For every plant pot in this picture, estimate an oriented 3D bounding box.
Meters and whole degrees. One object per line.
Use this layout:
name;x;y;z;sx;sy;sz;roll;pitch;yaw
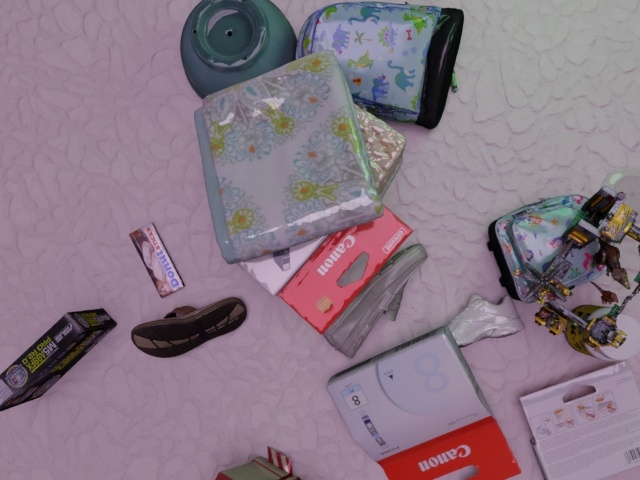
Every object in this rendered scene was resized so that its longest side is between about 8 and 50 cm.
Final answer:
plant pot;-0.201;-0.464;1.639;0.292;0.196;0.293;0;88;2

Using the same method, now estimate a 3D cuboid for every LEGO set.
LEGO set;0.570;0.052;1.388;0.255;0.192;0.331;44;88;12

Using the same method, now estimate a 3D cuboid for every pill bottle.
pill bottle;0.635;0.207;1.565;0.119;0.208;0.119;0;87;2

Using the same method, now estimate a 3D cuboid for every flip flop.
flip flop;-0.315;0.196;1.671;0.276;0.080;0.112;-21;125;-11

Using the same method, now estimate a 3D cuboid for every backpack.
backpack;0.121;-0.426;1.613;0.355;0.273;0.290;18;107;16
backpack;0.538;0.010;1.597;0.253;0.191;0.225;-18;86;-4

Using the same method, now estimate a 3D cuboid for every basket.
basket;-0.013;-0.155;1.584;0.331;0.266;0.328;32;88;2

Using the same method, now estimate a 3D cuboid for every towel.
towel;-0.074;-0.167;1.359;0.320;0.090;0.375;-19;68;13

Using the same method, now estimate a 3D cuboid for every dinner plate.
dinner plate;0.745;-0.109;1.672;0.141;0.017;0.141;0;88;1

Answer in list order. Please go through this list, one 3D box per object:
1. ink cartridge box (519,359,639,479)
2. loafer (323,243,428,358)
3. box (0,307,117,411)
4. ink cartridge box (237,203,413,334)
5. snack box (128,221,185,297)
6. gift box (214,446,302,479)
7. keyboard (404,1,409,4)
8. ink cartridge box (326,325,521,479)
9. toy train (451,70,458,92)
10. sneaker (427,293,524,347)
ink cartridge box;0.626;0.433;1.630;0.275;0.060;0.239;-20;86;2
loafer;0.144;0.142;1.645;0.111;0.112;0.319;44;97;-1
box;-0.621;0.272;1.613;0.270;0.216;0.060;-43;85;-1
ink cartridge box;0.000;0.000;1.411;0.261;0.066;0.296;41;89;4
snack box;-0.402;0.048;1.710;0.064;0.022;0.178;-28;86;0
gift box;-0.139;0.631;1.562;0.276;0.258;0.255;30;91;23
keyboard;0.237;-0.510;1.711;0.192;0.038;0.100;32;112;2
ink cartridge box;0.235;0.429;1.592;0.308;0.091;0.385;-28;89;16
toy train;0.322;-0.403;1.699;0.017;0.024;0.083;-12;86;2
sneaker;0.356;0.188;1.649;0.232;0.090;0.115;-13;77;-4
